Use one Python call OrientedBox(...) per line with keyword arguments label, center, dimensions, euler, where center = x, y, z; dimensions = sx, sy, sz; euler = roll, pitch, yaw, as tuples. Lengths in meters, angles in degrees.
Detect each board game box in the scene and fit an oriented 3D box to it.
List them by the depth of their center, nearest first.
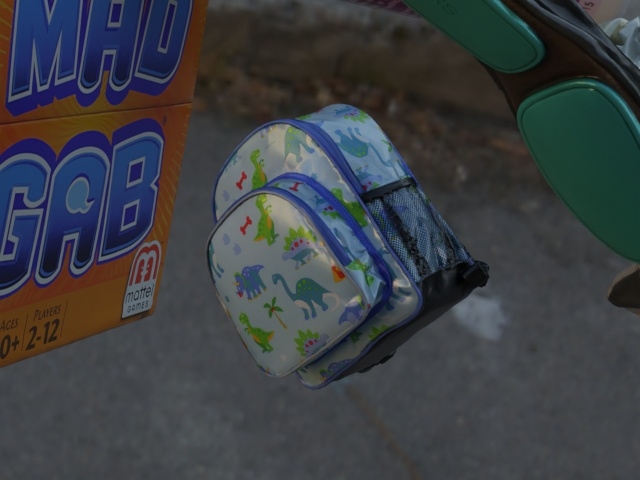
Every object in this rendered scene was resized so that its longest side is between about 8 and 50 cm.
OrientedBox(label="board game box", center=(-0.321, -0.130, 1.416), dimensions=(0.356, 0.356, 0.356), euler=(14, 11, 18))

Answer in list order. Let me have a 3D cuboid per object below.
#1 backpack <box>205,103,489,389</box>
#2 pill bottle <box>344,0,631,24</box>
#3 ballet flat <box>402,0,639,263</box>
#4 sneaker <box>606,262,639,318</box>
OrientedBox(label="backpack", center=(0.000, 0.000, 0.890), dimensions=(0.084, 0.105, 0.114), euler=(-18, 74, -45))
OrientedBox(label="pill bottle", center=(0.068, -0.242, 1.356), dimensions=(0.301, 0.169, 0.169), euler=(10, 35, -15))
OrientedBox(label="ballet flat", center=(0.137, -0.111, 1.097), dimensions=(0.095, 0.280, 0.096), euler=(-8, 40, 51))
OrientedBox(label="sneaker", center=(0.300, 0.067, 1.557), dimensions=(0.132, 0.229, 0.086), euler=(15, 51, 40))
